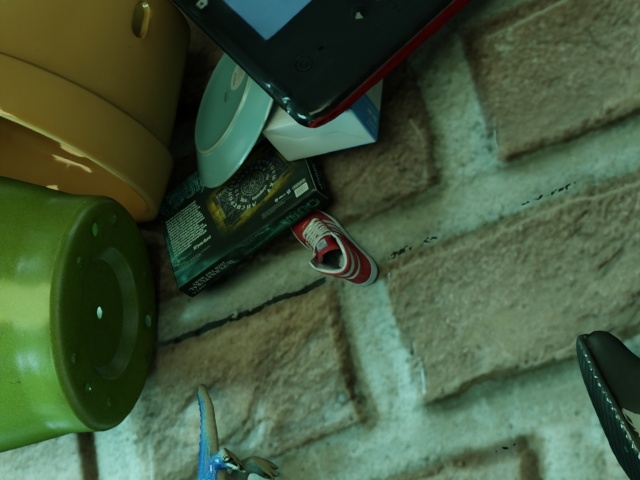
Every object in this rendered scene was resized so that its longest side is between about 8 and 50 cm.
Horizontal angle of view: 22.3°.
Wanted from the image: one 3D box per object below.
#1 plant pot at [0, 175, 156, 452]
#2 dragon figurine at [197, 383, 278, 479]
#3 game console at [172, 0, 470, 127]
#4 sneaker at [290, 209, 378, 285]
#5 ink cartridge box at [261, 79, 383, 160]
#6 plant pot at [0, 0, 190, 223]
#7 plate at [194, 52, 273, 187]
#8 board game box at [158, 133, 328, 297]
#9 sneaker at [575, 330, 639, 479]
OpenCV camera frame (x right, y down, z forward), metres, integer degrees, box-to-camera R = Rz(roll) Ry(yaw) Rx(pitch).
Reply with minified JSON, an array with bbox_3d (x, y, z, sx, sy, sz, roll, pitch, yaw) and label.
[{"bbox_3d":[-0.372,0.078,1.672,0.353,0.366,0.366,-1,80,18],"label":"plant pot"},{"bbox_3d":[-0.103,0.282,1.599,0.144,0.085,0.289,-42,64,16],"label":"dragon figurine"},{"bbox_3d":[0.001,-0.331,1.615,0.342,0.060,0.386,-40,60,-7],"label":"game console"},{"bbox_3d":[0.000,0.000,1.606,0.118,0.067,0.042,39,101,31],"label":"sneaker"},{"bbox_3d":[0.008,-0.177,1.624,0.104,0.060,0.180,-11,55,28],"label":"ink cartridge box"},{"bbox_3d":[-0.265,-0.171,1.684,0.291,0.291,0.203,14,75,32],"label":"plant pot"},{"bbox_3d":[-0.090,-0.145,1.651,0.188,0.024,0.188,-49,29,41],"label":"plate"},{"bbox_3d":[-0.084,-0.041,1.670,0.186,0.026,0.126,-35,49,20],"label":"board game box"},{"bbox_3d":[0.342,0.184,1.354,0.146,0.122,0.330,-32,55,-5],"label":"sneaker"}]
